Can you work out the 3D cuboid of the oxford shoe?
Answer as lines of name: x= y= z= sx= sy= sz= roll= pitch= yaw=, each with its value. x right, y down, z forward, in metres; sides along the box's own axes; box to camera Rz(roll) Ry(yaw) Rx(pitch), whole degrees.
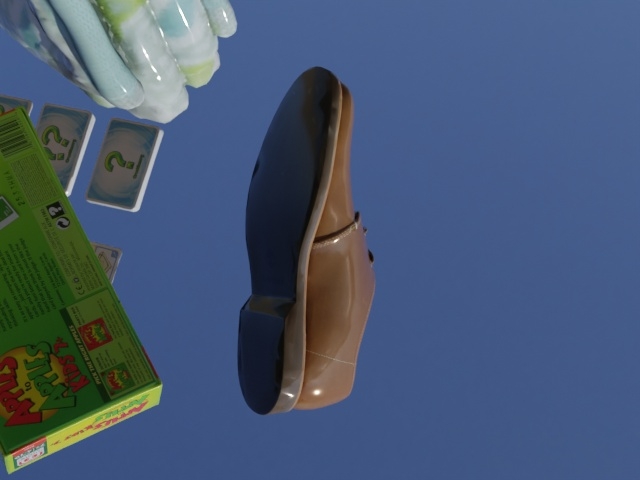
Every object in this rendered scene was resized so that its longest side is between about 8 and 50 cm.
oxford shoe: x=0.000 y=0.000 z=0.971 sx=0.076 sy=0.212 sz=0.076 roll=1 pitch=-168 yaw=-31

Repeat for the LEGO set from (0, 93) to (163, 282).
LEGO set: x=-0.255 y=-0.005 z=1.329 sx=0.183 sy=0.244 sz=0.060 roll=14 pitch=169 yaw=20

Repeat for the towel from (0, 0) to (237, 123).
towel: x=-0.192 y=-0.247 z=0.680 sx=0.090 sy=0.374 sz=0.320 roll=-36 pitch=-135 yaw=-11

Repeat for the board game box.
board game box: x=-0.168 y=0.025 z=0.875 sx=0.092 sy=0.043 sz=0.181 roll=-24 pitch=-105 yaw=-16
